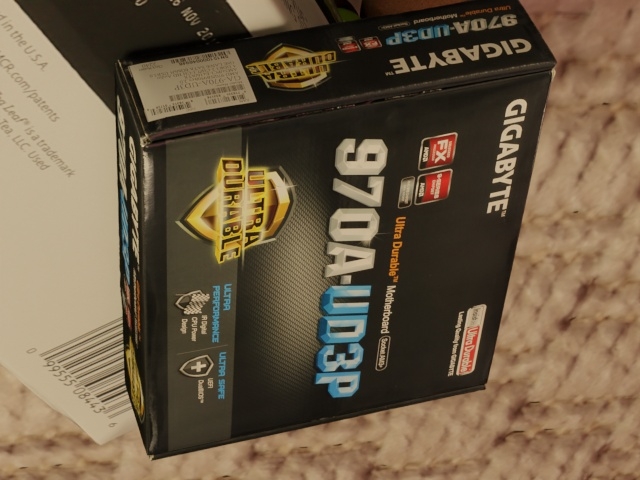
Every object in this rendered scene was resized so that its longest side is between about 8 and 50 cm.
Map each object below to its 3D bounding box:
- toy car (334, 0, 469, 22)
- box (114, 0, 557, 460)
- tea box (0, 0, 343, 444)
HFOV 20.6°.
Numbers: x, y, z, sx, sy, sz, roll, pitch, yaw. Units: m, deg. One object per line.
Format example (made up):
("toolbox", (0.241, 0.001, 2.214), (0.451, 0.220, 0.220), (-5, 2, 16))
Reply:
("toy car", (0.048, -0.150, 1.119), (0.188, 0.149, 0.155), (-48, 146, -9))
("box", (0.000, 0.000, 0.781), (0.175, 0.051, 0.220), (-11, 140, -15))
("tea box", (-0.131, -0.136, 0.863), (0.220, 0.323, 0.329), (-27, 141, 9))
